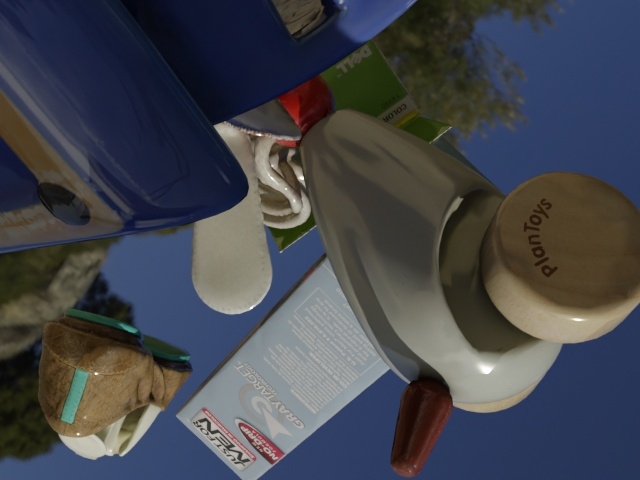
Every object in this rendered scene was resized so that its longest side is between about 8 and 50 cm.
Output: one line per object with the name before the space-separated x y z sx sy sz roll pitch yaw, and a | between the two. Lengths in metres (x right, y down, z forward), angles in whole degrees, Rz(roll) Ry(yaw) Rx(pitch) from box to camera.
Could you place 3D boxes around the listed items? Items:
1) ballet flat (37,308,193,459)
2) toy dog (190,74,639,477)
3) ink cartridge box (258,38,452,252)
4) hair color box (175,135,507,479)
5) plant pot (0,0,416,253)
ballet flat | -0.193 0.139 1.082 0.342 0.116 0.124 103 3 -83
toy dog | 0.000 0.000 0.627 0.333 0.220 0.161 25 -123 27
ink cartridge box | -0.003 -0.102 1.084 0.189 0.097 0.255 -35 -166 -1
hair color box | 0.017 0.079 1.140 0.185 0.113 0.374 -46 179 -43
plant pot | -0.118 -0.126 0.429 0.236 0.236 0.212 -6 -138 42
